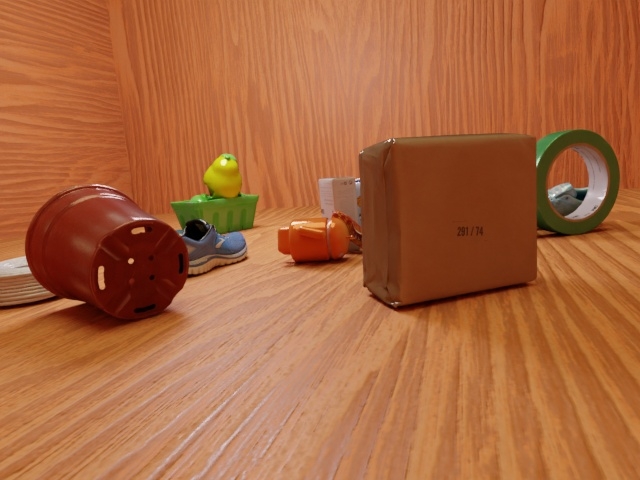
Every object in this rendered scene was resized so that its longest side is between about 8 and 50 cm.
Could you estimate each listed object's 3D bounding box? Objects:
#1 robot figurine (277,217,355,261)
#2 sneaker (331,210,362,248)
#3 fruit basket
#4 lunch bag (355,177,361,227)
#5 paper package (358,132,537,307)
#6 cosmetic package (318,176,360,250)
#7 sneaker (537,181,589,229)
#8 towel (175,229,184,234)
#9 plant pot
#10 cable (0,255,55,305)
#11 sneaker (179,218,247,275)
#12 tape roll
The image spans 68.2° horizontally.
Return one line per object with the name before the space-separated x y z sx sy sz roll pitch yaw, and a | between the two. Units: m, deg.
robot figurine | -0.011 -0.002 1.356 0.219 0.158 0.128 -3 42 8
sneaker | 0.101 -0.023 1.439 0.064 0.175 0.067 -47 5 9
fruit basket | -0.480 -0.215 2.205 0.283 0.392 0.392 4 12 42
lunch bag | 0.228 -0.109 1.545 0.303 0.243 0.115 2 11 41
paper package | 0.252 -0.052 0.948 0.324 0.310 0.168 -6 9 -20
cosmetic package | 0.059 -0.084 1.504 0.085 0.231 0.117 -8 9 -21
sneaker | 0.790 -0.134 1.618 0.365 0.150 0.135 -5 35 -1
towel | -0.734 0.007 1.962 0.370 0.040 0.271 -11 9 -24
plant pot | -0.431 0.033 0.994 0.272 0.272 0.265 -13 20 -43
cable | -0.741 0.097 1.207 0.257 0.089 0.257 2 11 36
sneaker | -0.325 0.004 1.411 0.129 0.147 0.330 -1 9 21
tape roll | 0.772 -0.180 1.467 0.321 0.321 0.077 -7 9 -14
